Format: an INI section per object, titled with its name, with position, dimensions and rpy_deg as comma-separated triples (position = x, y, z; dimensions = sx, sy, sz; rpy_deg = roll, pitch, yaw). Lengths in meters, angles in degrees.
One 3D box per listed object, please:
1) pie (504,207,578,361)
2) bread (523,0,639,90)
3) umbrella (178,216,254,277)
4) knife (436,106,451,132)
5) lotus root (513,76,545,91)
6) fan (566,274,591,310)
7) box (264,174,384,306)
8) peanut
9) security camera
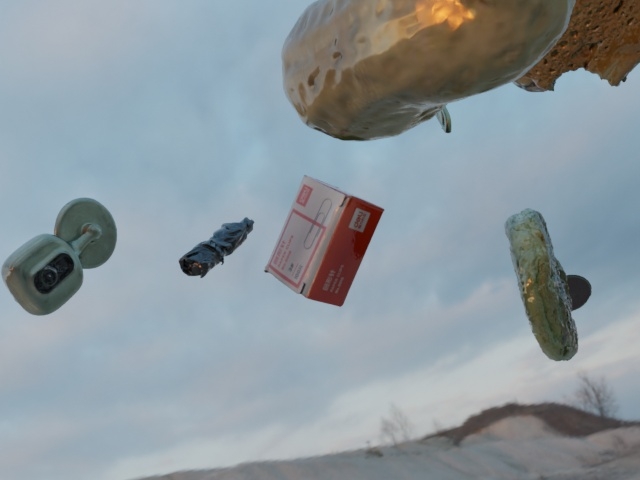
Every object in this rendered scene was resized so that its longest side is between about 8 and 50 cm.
[pie]
position = 0.375, 0.071, 1.217
dimensions = 0.078, 0.277, 0.277
rpy_deg = -18, -21, 17
[bread]
position = 0.458, -0.357, 1.115
dimensions = 0.185, 0.109, 0.380
rpy_deg = 30, -30, -1
[umbrella]
position = -0.199, 0.005, 1.455
dimensions = 0.236, 0.066, 0.059
rpy_deg = -48, -27, -57
[knife]
position = 0.205, -0.287, 1.370
dimensions = 0.019, 0.293, 0.043
rpy_deg = -3, -51, -8
[lotus root]
position = 0.393, -0.389, 1.384
dimensions = 0.125, 0.221, 0.118
rpy_deg = -15, -2, 39
[fan]
position = 0.466, 0.121, 1.367
dimensions = 0.085, 0.005, 0.133
rpy_deg = -6, -61, 3
[box]
position = 0.000, 0.000, 1.177
dimensions = 0.099, 0.133, 0.182
rpy_deg = 18, -81, -40
[peanut]
position = 0.095, -0.203, 0.759
dimensions = 0.192, 0.170, 0.387
rpy_deg = 4, -6, -31
[security camera]
position = -0.530, 0.025, 1.533
dimensions = 0.080, 0.157, 0.301
rpy_deg = -8, 31, 37
